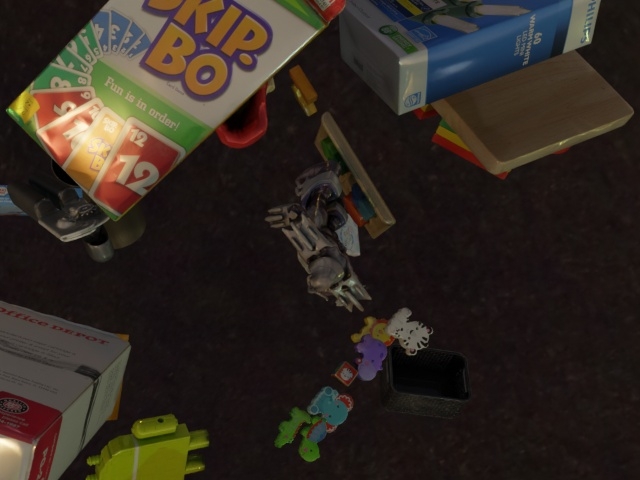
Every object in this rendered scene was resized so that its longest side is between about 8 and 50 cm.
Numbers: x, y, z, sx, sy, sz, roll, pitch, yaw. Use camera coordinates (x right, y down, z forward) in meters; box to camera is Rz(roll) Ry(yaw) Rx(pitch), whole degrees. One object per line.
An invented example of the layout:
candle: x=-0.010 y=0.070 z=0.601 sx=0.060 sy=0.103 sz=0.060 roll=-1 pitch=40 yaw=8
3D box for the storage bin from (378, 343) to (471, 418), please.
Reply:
storage bin: x=0.224 y=0.305 z=1.720 sx=0.180 sy=0.084 sz=0.122 roll=8 pitch=49 yaw=-9

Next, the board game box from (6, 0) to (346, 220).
board game box: x=-0.113 y=-0.141 z=0.614 sx=0.124 sy=0.259 sz=0.039 roll=47 pitch=15 yaw=-11

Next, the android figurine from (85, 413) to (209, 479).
android figurine: x=-0.391 y=0.498 z=1.802 sx=0.272 sy=0.248 sz=0.056 roll=-6 pitch=38 yaw=-24

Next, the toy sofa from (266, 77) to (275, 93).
toy sofa: x=-0.283 y=-0.373 z=1.668 sx=0.362 sy=0.177 sz=0.150 roll=-4 pitch=69 yaw=-23

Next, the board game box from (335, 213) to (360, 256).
board game box: x=0.048 y=-0.017 z=1.717 sx=0.090 sy=0.020 sz=0.090 roll=15 pitch=64 yaw=-47

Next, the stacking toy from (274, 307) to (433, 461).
stacking toy: x=0.036 y=0.177 z=0.972 sx=0.052 sy=0.167 sz=0.221 roll=42 pitch=75 yaw=-3

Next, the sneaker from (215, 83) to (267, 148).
sneaker: x=-0.085 y=-0.190 z=0.725 sx=0.107 sy=0.279 sz=0.118 roll=-20 pitch=60 yaw=-6

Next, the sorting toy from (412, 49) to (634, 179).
sorting toy: x=0.238 y=-0.199 z=1.074 sx=0.257 sy=0.089 sz=0.256 roll=-21 pitch=62 yaw=-29

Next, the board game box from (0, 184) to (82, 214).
board game box: x=-0.562 y=-0.071 z=1.439 sx=0.211 sy=0.160 sz=0.039 roll=-1 pitch=86 yaw=-38

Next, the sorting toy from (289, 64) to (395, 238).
sorting toy: x=0.024 y=-0.142 z=1.374 sx=0.041 sy=0.229 sz=0.307 roll=-31 pitch=87 yaw=-4

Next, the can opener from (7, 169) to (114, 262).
can opener: x=-0.393 y=-0.032 z=1.203 sx=0.076 sy=0.283 sz=0.095 roll=-30 pitch=120 yaw=-26

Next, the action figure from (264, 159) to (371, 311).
action figure: x=0.000 y=0.000 z=1.137 sx=0.285 sy=0.099 sz=0.185 roll=-87 pitch=153 yaw=-61

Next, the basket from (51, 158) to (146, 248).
basket: x=-0.481 y=-0.101 z=1.769 sx=0.154 sy=0.227 sz=0.204 roll=-22 pitch=46 yaw=-11

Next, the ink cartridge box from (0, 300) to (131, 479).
ink cartridge box: x=-0.196 y=0.098 z=0.486 sx=0.109 sy=0.063 sz=0.150 roll=17 pitch=13 yaw=2

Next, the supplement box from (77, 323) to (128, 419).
supplement box: x=-0.549 y=0.288 z=1.768 sx=0.129 sy=0.194 sz=0.192 roll=12 pitch=84 yaw=-51

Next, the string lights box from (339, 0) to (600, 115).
string lights box: x=0.164 y=-0.242 z=0.887 sx=0.259 sy=0.077 sz=0.133 roll=-23 pitch=49 yaw=-16
